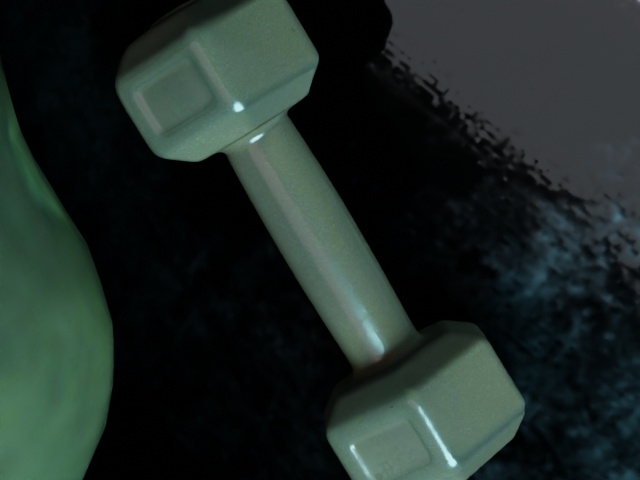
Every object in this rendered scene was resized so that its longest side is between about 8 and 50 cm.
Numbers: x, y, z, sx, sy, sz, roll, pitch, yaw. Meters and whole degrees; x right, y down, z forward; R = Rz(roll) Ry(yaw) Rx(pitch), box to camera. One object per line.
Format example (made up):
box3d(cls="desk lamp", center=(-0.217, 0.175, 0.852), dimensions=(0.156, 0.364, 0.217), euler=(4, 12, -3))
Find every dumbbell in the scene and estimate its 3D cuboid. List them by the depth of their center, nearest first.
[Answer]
box3d(cls="dumbbell", center=(0.000, 0.000, 0.687), dimensions=(0.092, 0.082, 0.231), euler=(-29, 95, 30))

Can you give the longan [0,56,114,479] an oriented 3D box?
box3d(cls="longan", center=(-0.289, 0.019, 0.696), dimensions=(0.404, 0.336, 0.404), euler=(-3, 102, -12))
